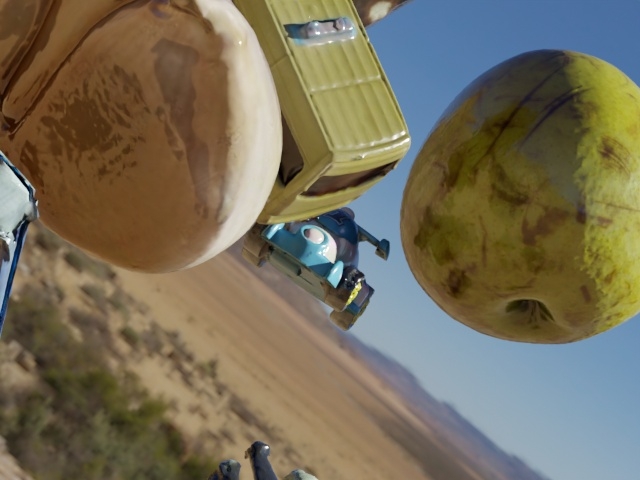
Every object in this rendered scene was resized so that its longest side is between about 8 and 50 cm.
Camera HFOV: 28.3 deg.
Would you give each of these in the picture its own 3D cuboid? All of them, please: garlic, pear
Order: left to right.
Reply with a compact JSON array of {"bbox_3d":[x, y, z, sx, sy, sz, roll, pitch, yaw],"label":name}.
[{"bbox_3d":[-0.105,-0.091,0.764,0.228,0.110,0.217,-21,-83,44],"label":"garlic"},{"bbox_3d":[0.213,-0.039,1.216,0.283,0.283,0.283,40,-3,3],"label":"pear"}]

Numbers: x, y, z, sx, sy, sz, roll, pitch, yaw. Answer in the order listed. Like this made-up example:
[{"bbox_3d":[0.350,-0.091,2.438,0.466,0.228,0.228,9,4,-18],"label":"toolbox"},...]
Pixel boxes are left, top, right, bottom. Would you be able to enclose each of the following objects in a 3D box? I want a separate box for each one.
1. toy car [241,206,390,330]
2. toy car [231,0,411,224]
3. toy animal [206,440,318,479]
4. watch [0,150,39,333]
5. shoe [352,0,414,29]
[{"bbox_3d":[0.000,0.000,1.120,0.126,0.098,0.161,33,-11,9],"label":"toy car"},{"bbox_3d":[-0.036,-0.145,0.889,0.124,0.101,0.256,-36,-107,51],"label":"toy car"},{"bbox_3d":[-0.055,0.269,1.220,0.121,0.094,0.225,35,11,9],"label":"toy animal"},{"bbox_3d":[-0.227,0.071,0.617,0.276,0.274,0.068,38,-6,-37],"label":"watch"},{"bbox_3d":[-0.052,-0.219,1.092,0.384,0.237,0.171,2,-11,12],"label":"shoe"}]
